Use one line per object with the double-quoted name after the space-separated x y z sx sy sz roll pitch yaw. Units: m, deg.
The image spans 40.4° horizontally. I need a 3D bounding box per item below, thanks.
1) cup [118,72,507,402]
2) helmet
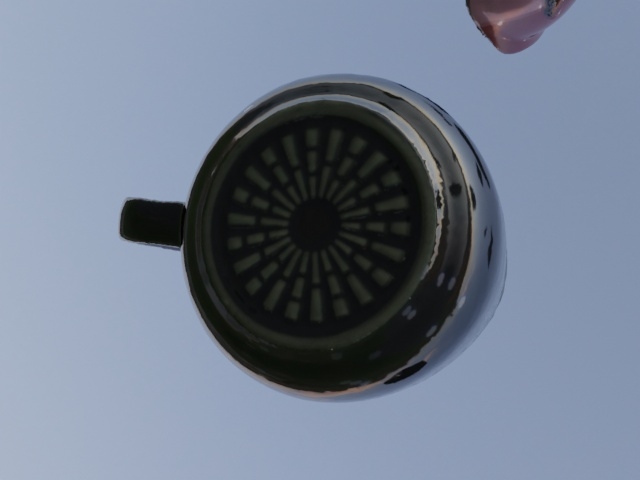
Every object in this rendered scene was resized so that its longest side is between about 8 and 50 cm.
0.000 0.000 0.502 0.223 0.176 0.169 7 -93 22 "cup"
0.267 -0.377 1.080 0.154 0.198 0.253 -10 -63 50 "helmet"
